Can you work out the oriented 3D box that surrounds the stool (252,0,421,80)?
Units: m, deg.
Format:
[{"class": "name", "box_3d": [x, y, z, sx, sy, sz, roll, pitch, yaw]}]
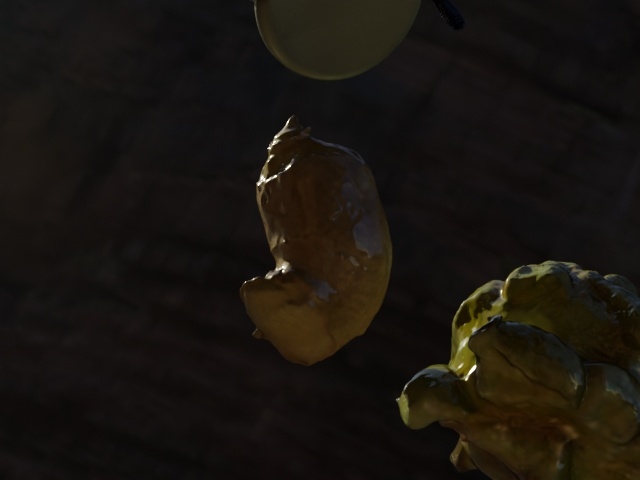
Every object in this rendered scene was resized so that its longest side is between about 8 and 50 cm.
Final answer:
[{"class": "stool", "box_3d": [-0.013, -0.302, 2.111, 0.195, 0.195, 0.198, 41, 4, -37]}]

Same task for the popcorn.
[{"class": "popcorn", "box_3d": [0.262, 0.155, 2.005, 0.274, 0.279, 0.335, -19, -64, 31]}]

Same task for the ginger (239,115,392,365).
[{"class": "ginger", "box_3d": [0.000, 0.000, 2.053, 0.152, 0.267, 0.138, 7, -12, -30]}]

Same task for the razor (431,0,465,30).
[{"class": "razor", "box_3d": [0.143, -0.329, 2.478, 0.154, 0.044, 0.028, 55, 4, 19]}]
